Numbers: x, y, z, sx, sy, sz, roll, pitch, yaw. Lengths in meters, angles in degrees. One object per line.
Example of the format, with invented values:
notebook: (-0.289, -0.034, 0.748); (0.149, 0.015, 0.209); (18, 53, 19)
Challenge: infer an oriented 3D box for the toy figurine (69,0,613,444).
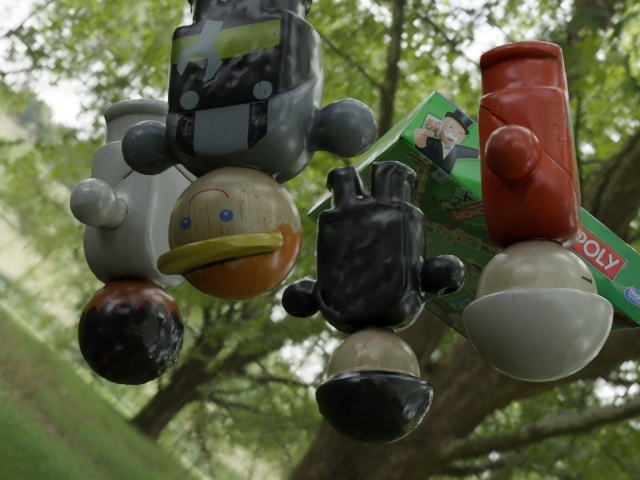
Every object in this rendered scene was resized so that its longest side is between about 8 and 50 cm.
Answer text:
toy figurine: (0.000, 0.000, 0.485); (0.209, 0.148, 0.213); (12, -23, -27)

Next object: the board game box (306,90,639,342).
board game box: (0.114, 0.002, 0.885); (0.213, 0.046, 0.317); (39, -14, -5)
